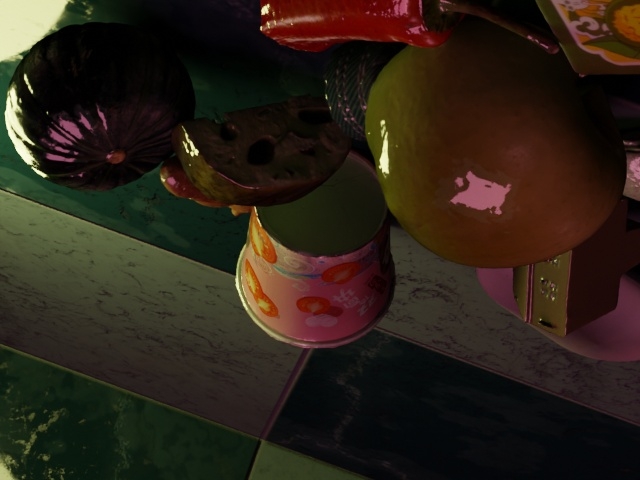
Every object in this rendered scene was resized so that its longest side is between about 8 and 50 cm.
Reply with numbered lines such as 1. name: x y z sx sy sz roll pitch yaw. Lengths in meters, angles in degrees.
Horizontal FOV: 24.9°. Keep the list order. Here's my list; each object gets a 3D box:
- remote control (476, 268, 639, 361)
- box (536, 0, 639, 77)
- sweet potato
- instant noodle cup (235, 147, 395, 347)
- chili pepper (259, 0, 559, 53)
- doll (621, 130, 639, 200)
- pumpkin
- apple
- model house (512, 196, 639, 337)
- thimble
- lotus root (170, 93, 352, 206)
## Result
1. remote control: 0.375 0.083 2.110 0.332 0.103 0.221 32 148 -26
2. box: 0.337 -0.307 1.235 0.373 0.138 0.420 4 152 34
3. sweet potato: -0.137 -0.094 2.075 0.095 0.106 0.354 46 -174 13
4. instant noodle cup: 0.000 0.000 2.081 0.243 0.243 0.231 17 150 6
5. chili pepper: 0.086 -0.266 1.497 0.134 0.131 0.338 12 176 -43
6. doll: 0.395 -0.089 1.751 0.214 0.072 0.103 16 166 31
7. pumpkin: -0.292 -0.186 1.927 0.249 0.216 0.250 -1 138 -1
8. apple: 0.199 -0.088 1.617 0.257 0.233 0.295 -24 151 20
9. model house: 0.292 -0.013 1.938 0.248 0.176 0.181 28 127 43
10. thimble: 0.074 -0.181 1.744 0.090 0.118 0.135 1 151 38
11. lotus root: -0.073 -0.116 1.887 0.234 0.138 0.119 -8 164 -19
